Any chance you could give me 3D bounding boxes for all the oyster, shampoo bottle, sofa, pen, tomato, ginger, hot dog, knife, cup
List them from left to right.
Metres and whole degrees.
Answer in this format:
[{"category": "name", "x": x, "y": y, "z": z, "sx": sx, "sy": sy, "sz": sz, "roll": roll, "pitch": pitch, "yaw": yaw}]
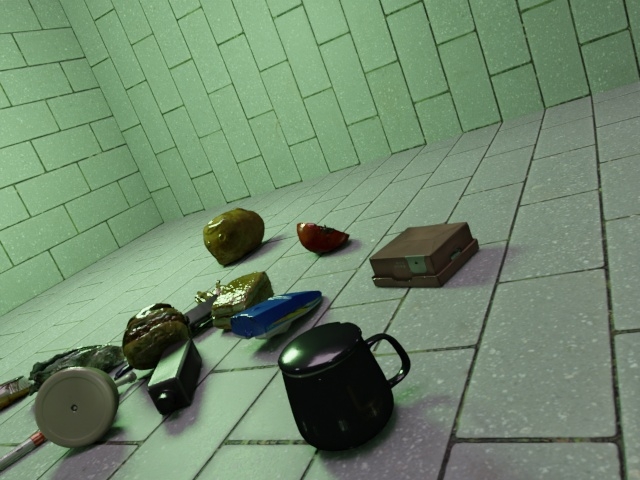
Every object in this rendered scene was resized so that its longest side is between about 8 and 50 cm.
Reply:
[{"category": "hot dog", "x": -1.008, "y": 0.491, "z": 1.646, "sx": 0.252, "sy": 0.069, "sz": 0.131, "roll": -25, "pitch": 6, "yaw": -24}, {"category": "pen", "x": -0.727, "y": 0.507, "z": 1.263, "sx": 0.239, "sy": 0.028, "sz": 0.028, "roll": -33, "pitch": 19, "yaw": -37}, {"category": "oyster", "x": -0.724, "y": 0.379, "z": 1.594, "sx": 0.267, "sy": 0.112, "sz": 0.198, "roll": -26, "pitch": -8, "yaw": 17}, {"category": "knife", "x": -0.546, "y": 0.358, "z": 1.556, "sx": 0.031, "sy": 0.018, "sz": 0.121, "roll": 0, "pitch": 26, "yaw": 39}, {"category": "shampoo bottle", "x": -0.341, "y": 0.322, "z": 1.272, "sx": 0.079, "sy": 0.080, "sz": 0.246, "roll": -22, "pitch": 15, "yaw": 2}, {"category": "sofa", "x": -0.353, "y": 0.238, "z": 1.642, "sx": 0.060, "sy": 0.085, "sz": 0.147, "roll": 36, "pitch": 47, "yaw": 23}, {"category": "ginger", "x": -0.362, "y": -0.028, "z": 2.289, "sx": 0.269, "sy": 0.201, "sz": 0.223, "roll": -24, "pitch": 13, "yaw": -7}, {"category": "tomato", "x": 0.000, "y": 0.000, "z": 1.914, "sx": 0.189, "sy": 0.100, "sz": 0.173, "roll": 16, "pitch": -8, "yaw": -11}, {"category": "cup", "x": 0.044, "y": 0.224, "z": 0.902, "sx": 0.223, "sy": 0.177, "sz": 0.169, "roll": -28, "pitch": 13, "yaw": -19}]

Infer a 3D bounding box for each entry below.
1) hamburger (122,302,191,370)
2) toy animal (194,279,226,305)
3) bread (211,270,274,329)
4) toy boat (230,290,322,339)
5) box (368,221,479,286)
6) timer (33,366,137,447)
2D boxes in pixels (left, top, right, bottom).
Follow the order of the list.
[{"category": "hamburger", "x": -0.439, "y": 0.256, "z": 1.443, "sx": 0.183, "sy": 0.130, "sz": 0.206, "roll": -22, "pitch": -24, "yaw": -26}, {"category": "toy animal", "x": -0.312, "y": 0.168, "z": 1.825, "sx": 0.275, "sy": 0.054, "sz": 0.149, "roll": -14, "pitch": 15, "yaw": 31}, {"category": "bread", "x": -0.230, "y": 0.177, "z": 1.589, "sx": 0.138, "sy": 0.102, "sz": 0.196, "roll": -17, "pitch": 17, "yaw": 26}, {"category": "toy boat", "x": -0.090, "y": 0.185, "z": 1.420, "sx": 0.129, "sy": 0.088, "sz": 0.295, "roll": -9, "pitch": 9, "yaw": 41}, {"category": "box", "x": 0.266, "y": 0.037, "z": 1.417, "sx": 0.215, "sy": 0.086, "sz": 0.215, "roll": -6, "pitch": 22, "yaw": 48}, {"category": "timer", "x": -0.548, "y": 0.374, "z": 1.311, "sx": 0.175, "sy": 0.175, "sz": 0.266, "roll": -23, "pitch": -1, "yaw": -5}]
